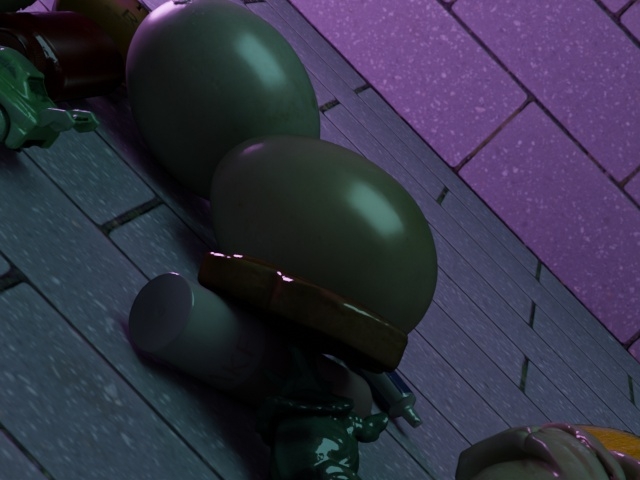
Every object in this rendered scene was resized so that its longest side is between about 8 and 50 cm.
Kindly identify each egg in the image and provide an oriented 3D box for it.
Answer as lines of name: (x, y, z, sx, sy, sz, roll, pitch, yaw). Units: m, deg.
egg: (0.000, 0.000, 1.685, 0.254, 0.188, 0.188, 42, 12, 4)
egg: (-0.101, -0.144, 1.808, 0.253, 0.186, 0.186, 59, 11, -7)

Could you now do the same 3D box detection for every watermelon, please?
watermelon: (0.347, 0.291, 2.141, 0.129, 0.123, 0.301, 24, 10, 1)

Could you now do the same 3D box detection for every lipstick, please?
lipstick: (-0.054, 0.104, 1.446, 0.254, 0.070, 0.070, 33, 18, -46)

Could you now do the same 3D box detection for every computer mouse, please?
computer mouse: (-0.234, -0.243, 1.972, 0.158, 0.072, 0.310, 46, 11, -10)

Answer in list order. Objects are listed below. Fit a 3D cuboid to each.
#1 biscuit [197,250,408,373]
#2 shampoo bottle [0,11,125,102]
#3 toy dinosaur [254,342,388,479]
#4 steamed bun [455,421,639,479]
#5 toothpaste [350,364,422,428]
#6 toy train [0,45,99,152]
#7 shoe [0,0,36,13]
biscuit: (-0.020, 0.062, 1.471, 0.183, 0.047, 0.320, 29, -9, -1)
shampoo bottle: (-0.268, -0.178, 1.662, 0.102, 0.064, 0.260, 49, 13, 1)
toy dinosaur: (0.015, 0.205, 1.349, 0.120, 0.079, 0.292, 25, 38, -50)
steamed bun: (0.237, 0.277, 1.544, 0.289, 0.203, 0.276, 36, 16, -37)
toothpaste: (0.046, 0.124, 1.807, 0.197, 0.035, 0.057, 51, -3, 27)
toy train: (-0.271, -0.126, 1.448, 0.149, 0.081, 0.099, 48, 13, 8)
shoe: (-0.326, -0.308, 1.725, 0.128, 0.140, 0.262, 39, 1, -33)
